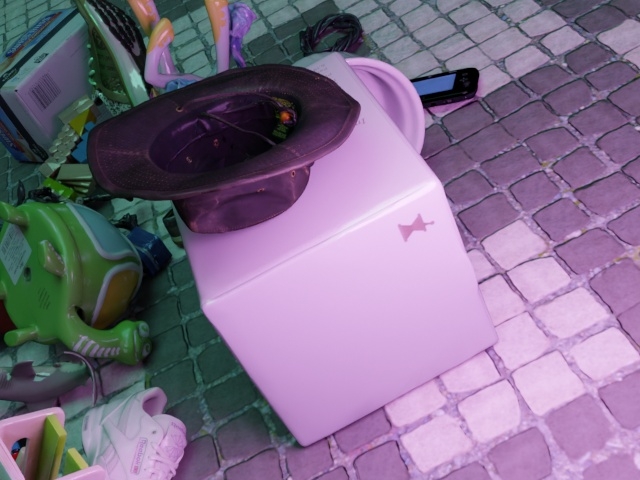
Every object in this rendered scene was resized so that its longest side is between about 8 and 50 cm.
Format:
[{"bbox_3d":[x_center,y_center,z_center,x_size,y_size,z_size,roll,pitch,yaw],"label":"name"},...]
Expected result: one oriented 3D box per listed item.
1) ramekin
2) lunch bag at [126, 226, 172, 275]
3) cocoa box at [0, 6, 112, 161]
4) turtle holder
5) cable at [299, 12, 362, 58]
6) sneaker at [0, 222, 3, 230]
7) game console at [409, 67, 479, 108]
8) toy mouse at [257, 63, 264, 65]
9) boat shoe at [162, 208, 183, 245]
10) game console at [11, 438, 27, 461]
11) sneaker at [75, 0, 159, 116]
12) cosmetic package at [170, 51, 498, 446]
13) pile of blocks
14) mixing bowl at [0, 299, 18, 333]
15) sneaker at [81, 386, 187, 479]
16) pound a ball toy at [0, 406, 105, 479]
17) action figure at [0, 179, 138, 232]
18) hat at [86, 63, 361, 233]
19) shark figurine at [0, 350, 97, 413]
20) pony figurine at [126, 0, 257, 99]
[{"bbox_3d":[0.030,-0.196,1.453,0.277,0.277,0.135,-32,32,-5],"label":"ramekin"},{"bbox_3d":[-0.335,0.025,1.576,0.098,0.067,0.065,20,60,40],"label":"lunch bag"},{"bbox_3d":[-0.647,-0.387,2.054,0.227,0.231,0.347,7,51,35],"label":"cocoa box"},{"bbox_3d":[-0.421,0.062,1.451,0.320,0.244,0.227,17,13,40],"label":"turtle holder"},{"bbox_3d":[0.025,-0.458,1.904,0.150,0.047,0.185,-16,39,7],"label":"cable"},{"bbox_3d":[-0.774,0.100,1.706,0.208,0.127,0.319,-11,33,16],"label":"sneaker"},{"bbox_3d":[0.139,-0.294,1.662,0.361,0.044,0.213,-7,45,23],"label":"game console"},{"bbox_3d":[-0.164,-0.376,1.926,0.160,0.031,0.143,-6,45,24],"label":"toy mouse"},{"bbox_3d":[-0.217,-0.087,1.621,0.080,0.073,0.223,18,57,44],"label":"boat shoe"},{"bbox_3d":[-0.535,0.366,1.324,0.144,0.124,0.085,-40,68,-13],"label":"game console"},{"bbox_3d":[-0.489,-0.389,1.917,0.182,0.158,0.410,-32,80,18],"label":"sneaker"},{"bbox_3d":[0.000,0.000,1.211,0.327,0.329,0.394,-28,40,0],"label":"cosmetic package"},{"bbox_3d":[-0.534,-0.148,1.838,0.148,0.113,0.362,4,60,15],"label":"pile of blocks"},{"bbox_3d":[-0.594,0.108,1.586,0.181,0.098,0.181,-54,15,21],"label":"mixing bowl"},{"bbox_3d":[-0.262,0.327,1.182,0.152,0.114,0.305,-27,40,3],"label":"sneaker"},{"bbox_3d":[-0.414,0.366,1.100,0.135,0.319,0.208,-9,39,-43],"label":"pound a ball toy"},{"bbox_3d":[-0.503,-0.039,1.641,0.275,0.141,0.164,-8,75,-22],"label":"action figure"},{"bbox_3d":[-0.110,-0.093,1.014,0.331,0.134,0.331,-4,35,3],"label":"hat"},{"bbox_3d":[-0.448,0.254,1.383,0.278,0.166,0.116,-9,77,22],"label":"shark figurine"},{"bbox_3d":[-0.212,-0.273,1.594,0.350,0.364,0.302,-8,17,-36],"label":"pony figurine"}]
